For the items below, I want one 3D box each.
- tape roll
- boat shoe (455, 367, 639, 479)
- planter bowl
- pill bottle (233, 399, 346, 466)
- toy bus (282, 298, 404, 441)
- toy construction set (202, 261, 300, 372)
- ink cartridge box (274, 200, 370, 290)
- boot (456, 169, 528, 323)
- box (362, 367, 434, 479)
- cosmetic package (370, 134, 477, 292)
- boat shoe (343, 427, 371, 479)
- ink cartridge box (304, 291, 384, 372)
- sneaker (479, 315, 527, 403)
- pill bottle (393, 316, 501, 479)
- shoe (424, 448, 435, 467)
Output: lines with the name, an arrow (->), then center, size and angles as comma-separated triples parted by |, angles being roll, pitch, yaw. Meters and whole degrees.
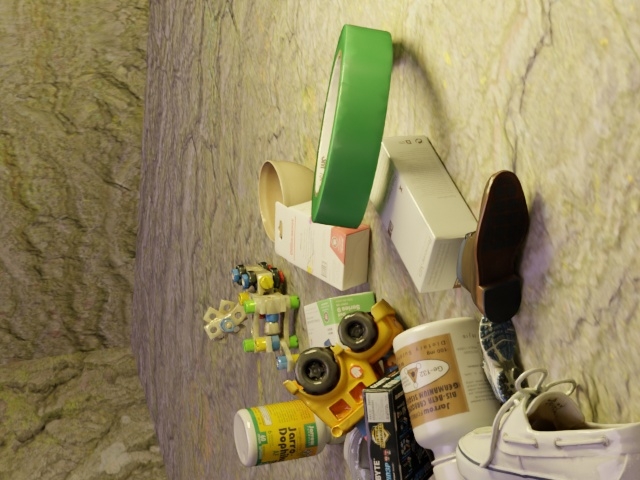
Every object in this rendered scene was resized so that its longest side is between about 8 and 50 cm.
tape roll -> 0.047, -0.181, 1.810 | 0.321, 0.077, 0.321 | -170, 90, -86
boat shoe -> 0.278, 0.229, 1.376 | 0.367, 0.136, 0.156 | 175, 88, -68
planter bowl -> -0.047, -0.082, 2.219 | 0.162, 0.109, 0.162 | 173, 90, -71
pill bottle -> -0.059, 0.380, 2.260 | 0.117, 0.208, 0.117 | 174, 90, -71
toy bus -> 0.081, 0.236, 1.900 | 0.211, 0.220, 0.149 | 49, -173, 13
toy construction set -> -0.144, 0.166, 2.549 | 0.328, 0.151, 0.215 | 8, 105, 59
ink cartridge box -> 0.000, 0.000, 2.088 | 0.198, 0.067, 0.115 | 28, 124, 42
boot -> 0.221, -0.004, 1.536 | 0.106, 0.082, 0.219 | -137, 42, -57
box -> 0.130, 0.292, 1.747 | 0.220, 0.051, 0.175 | -15, -80, -68
cosmetic package -> 0.153, -0.043, 1.710 | 0.231, 0.085, 0.117 | -114, 25, -42
boat shoe -> 0.098, 0.435, 2.053 | 0.081, 0.079, 0.227 | 27, 127, 56
ink cartridge box -> 0.049, 0.210, 2.076 | 0.154, 0.093, 0.212 | 157, 103, -69
sneaker -> 0.244, 0.165, 1.575 | 0.058, 0.052, 0.135 | 129, 132, -71
pill bottle -> 0.191, 0.236, 1.625 | 0.131, 0.131, 0.229 | 130, 130, -64
shoe -> 0.187, 0.257, 1.718 | 0.063, 0.081, 0.178 | 127, 133, -63
